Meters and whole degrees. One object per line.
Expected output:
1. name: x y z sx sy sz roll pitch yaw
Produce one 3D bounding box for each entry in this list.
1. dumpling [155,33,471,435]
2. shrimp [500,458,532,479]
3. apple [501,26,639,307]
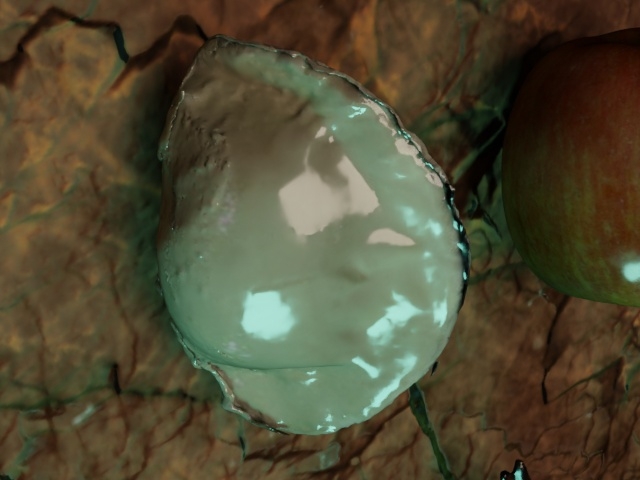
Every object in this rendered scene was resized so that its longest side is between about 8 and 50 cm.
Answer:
1. dumpling: 0.000 0.000 0.877 0.142 0.172 0.247 -53 141 -54
2. shrimp: 0.165 0.204 1.124 0.117 0.066 0.262 -57 144 -30
3. apple: 0.210 -0.049 1.010 0.188 0.188 0.174 -15 103 -34
